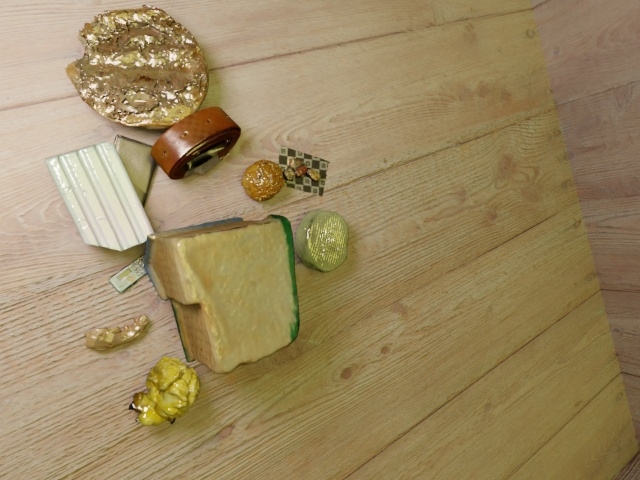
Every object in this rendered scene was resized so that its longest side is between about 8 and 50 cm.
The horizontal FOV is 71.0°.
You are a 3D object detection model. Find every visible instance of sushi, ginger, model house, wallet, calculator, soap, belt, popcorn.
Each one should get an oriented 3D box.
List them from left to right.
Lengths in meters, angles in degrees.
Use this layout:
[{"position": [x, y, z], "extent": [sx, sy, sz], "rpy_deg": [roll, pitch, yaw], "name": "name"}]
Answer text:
[{"position": [-0.589, -0.107, 1.213], "extent": [0.173, 0.095, 0.289], "rpy_deg": [-26, 100, -25], "name": "soap"}, {"position": [-0.573, 0.265, 1.270], "extent": [0.173, 0.051, 0.069], "rpy_deg": [-18, 103, -32], "name": "ginger"}, {"position": [-0.557, -0.172, 1.298], "extent": [0.124, 0.025, 0.244], "rpy_deg": [15, 82, -25], "name": "wallet"}, {"position": [-0.530, 0.082, 1.313], "extent": [0.172, 0.018, 0.057], "rpy_deg": [-40, 105, -22], "name": "calculator"}, {"position": [-0.432, 0.442, 1.277], "extent": [0.195, 0.168, 0.173], "rpy_deg": [-61, 151, -5], "name": "popcorn"}, {"position": [-0.360, -0.280, 1.316], "extent": [0.105, 0.184, 0.261], "rpy_deg": [47, 57, 5], "name": "belt"}, {"position": [-0.280, 0.136, 1.277], "extent": [0.334, 0.342, 0.382], "rpy_deg": [-14, 98, -36], "name": "model house"}, {"position": [-0.055, -0.243, 1.569], "extent": [0.201, 0.031, 0.139], "rpy_deg": [12, 83, -28], "name": "sushi"}]

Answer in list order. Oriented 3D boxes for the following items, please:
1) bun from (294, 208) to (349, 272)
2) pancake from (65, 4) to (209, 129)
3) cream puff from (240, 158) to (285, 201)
[{"position": [-0.001, 0.003, 1.552], "extent": [0.221, 0.108, 0.221], "rpy_deg": [1, 89, -37], "name": "bun"}, {"position": [-0.508, -0.491, 1.260], "extent": [0.382, 0.071, 0.382], "rpy_deg": [3, 76, -13], "name": "pancake"}, {"position": [-0.181, -0.197, 1.459], "extent": [0.126, 0.103, 0.144], "rpy_deg": [51, 62, -17], "name": "cream puff"}]
